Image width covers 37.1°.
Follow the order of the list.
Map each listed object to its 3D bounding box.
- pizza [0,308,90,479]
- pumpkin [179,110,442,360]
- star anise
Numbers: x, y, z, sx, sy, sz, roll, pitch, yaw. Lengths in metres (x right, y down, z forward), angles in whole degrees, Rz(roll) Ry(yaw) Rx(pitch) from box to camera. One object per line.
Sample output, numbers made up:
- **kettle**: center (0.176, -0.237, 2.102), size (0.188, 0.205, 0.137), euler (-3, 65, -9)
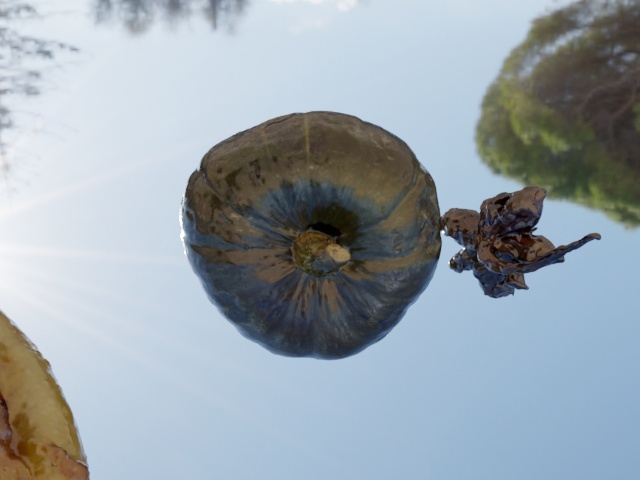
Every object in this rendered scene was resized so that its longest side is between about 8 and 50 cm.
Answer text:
- **pizza**: center (-0.221, 0.140, 0.435), size (0.226, 0.086, 0.336), euler (8, -142, -11)
- **pumpkin**: center (0.000, 0.000, 0.790), size (0.218, 0.219, 0.162), euler (-2, -162, -5)
- **star anise**: center (0.174, 0.003, 0.834), size (0.070, 0.097, 0.190), euler (-17, 178, -36)
